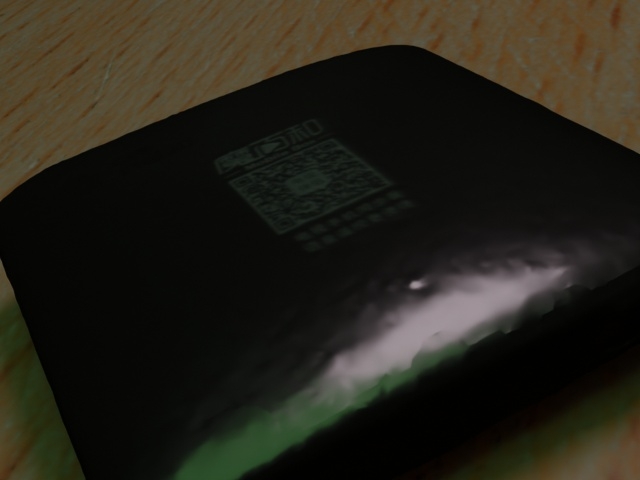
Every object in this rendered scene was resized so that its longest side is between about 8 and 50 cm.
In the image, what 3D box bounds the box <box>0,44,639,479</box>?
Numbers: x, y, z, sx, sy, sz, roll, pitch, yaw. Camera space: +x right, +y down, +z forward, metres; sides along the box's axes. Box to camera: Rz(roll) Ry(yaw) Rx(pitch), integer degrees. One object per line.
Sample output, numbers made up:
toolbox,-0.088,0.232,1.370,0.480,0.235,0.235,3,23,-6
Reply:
box,0.000,0.000,0.449,0.289,0.073,0.289,-25,36,-17
